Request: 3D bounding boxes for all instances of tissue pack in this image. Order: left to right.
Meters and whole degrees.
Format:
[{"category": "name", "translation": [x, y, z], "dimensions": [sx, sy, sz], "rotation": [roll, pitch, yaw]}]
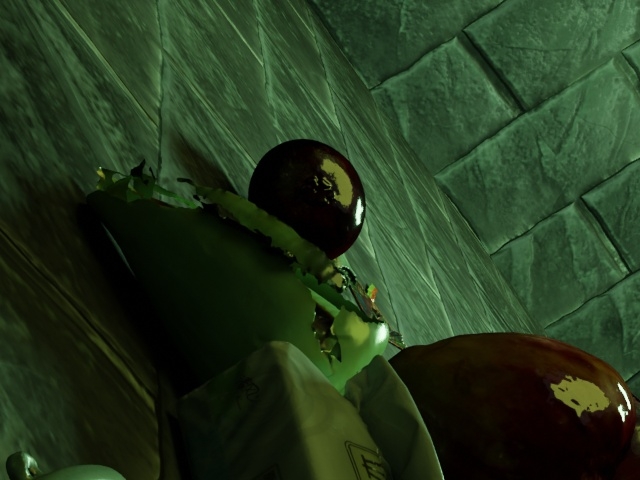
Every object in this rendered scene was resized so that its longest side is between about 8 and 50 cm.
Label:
[{"category": "tissue pack", "translation": [0.021, 0.183, 0.957], "dimensions": [0.159, 0.145, 0.229], "rotation": [50, 13, -37]}]

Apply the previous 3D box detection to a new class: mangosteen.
[{"category": "mangosteen", "translation": [-0.018, -0.038, 1.562], "dimensions": [0.140, 0.140, 0.140], "rotation": [54, 11, -15]}]

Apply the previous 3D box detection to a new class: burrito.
[{"category": "burrito", "translation": [-0.001, 0.000, 1.698], "dimensions": [0.118, 0.044, 0.074], "rotation": [62, 9, 19]}]

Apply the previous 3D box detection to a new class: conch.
[{"category": "conch", "translation": [-0.055, 0.032, 1.082], "dimensions": [0.251, 0.137, 0.143], "rotation": [55, 7, -8]}]

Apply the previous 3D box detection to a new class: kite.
[{"category": "kite", "translation": [0.064, 0.077, 1.856], "dimensions": [0.190, 0.010, 0.159], "rotation": [54, 10, -17]}]

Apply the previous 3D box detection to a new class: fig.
[{"category": "fig", "translation": [0.184, 0.196, 1.498], "dimensions": [0.263, 0.224, 0.224], "rotation": [14, 30, -22]}]

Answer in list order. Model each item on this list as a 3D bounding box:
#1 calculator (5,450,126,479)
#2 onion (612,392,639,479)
[{"category": "calculator", "translation": [-0.081, 0.205, 0.712], "dimensions": [0.246, 0.045, 0.141], "rotation": [57, 10, 6]}, {"category": "onion", "translation": [0.292, 0.293, 1.715], "dimensions": [0.314, 0.232, 0.314], "rotation": [58, -15, 25]}]
